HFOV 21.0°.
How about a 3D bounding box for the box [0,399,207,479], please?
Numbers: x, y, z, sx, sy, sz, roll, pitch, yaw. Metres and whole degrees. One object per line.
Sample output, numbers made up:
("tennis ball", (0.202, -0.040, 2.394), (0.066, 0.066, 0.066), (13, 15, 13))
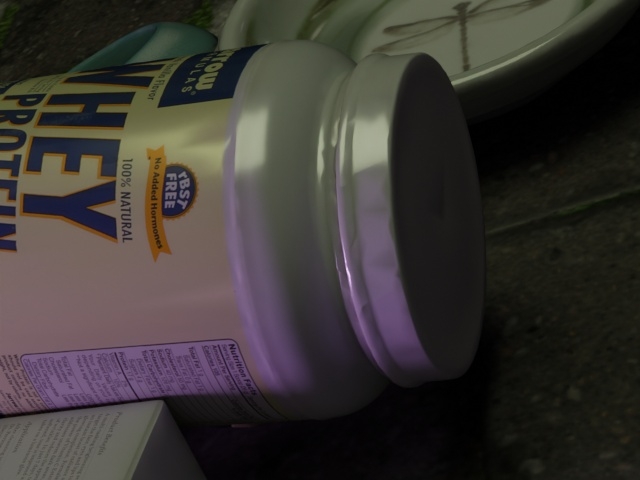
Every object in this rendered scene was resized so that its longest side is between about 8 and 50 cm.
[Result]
("box", (-0.156, 0.180, 1.055), (0.170, 0.130, 0.091), (-8, 35, 23))

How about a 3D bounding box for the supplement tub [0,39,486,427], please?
("supplement tub", (-0.077, 0.000, 1.094), (0.324, 0.235, 0.235), (-6, 36, 20))

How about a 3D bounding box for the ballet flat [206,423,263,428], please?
("ballet flat", (-0.106, 0.115, 1.214), (0.173, 0.049, 0.057), (3, 13, 29))

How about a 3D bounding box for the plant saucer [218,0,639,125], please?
("plant saucer", (0.115, -0.190, 1.446), (0.400, 0.100, 0.400), (-18, 32, 12))

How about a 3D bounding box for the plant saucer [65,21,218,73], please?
("plant saucer", (-0.229, -0.099, 1.501), (0.317, 0.044, 0.317), (-33, 16, 11))
